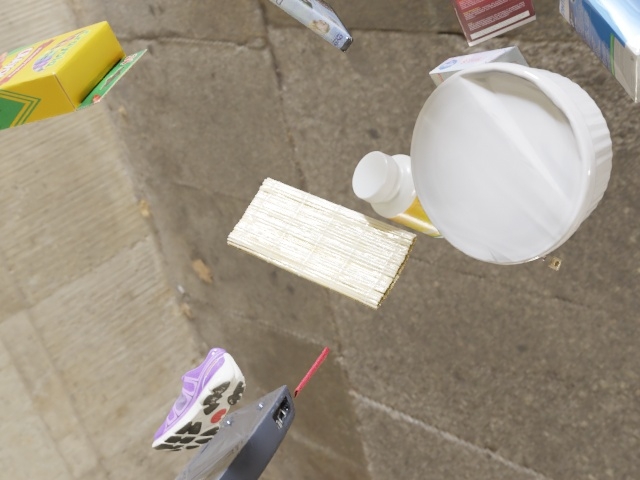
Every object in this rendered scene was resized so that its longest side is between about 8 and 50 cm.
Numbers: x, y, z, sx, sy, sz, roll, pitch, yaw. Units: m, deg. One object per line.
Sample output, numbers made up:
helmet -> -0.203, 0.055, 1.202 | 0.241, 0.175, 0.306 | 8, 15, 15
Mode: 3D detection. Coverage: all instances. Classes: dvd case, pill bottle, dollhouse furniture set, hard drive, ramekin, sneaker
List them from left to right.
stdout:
sneaker -> -0.154, 0.201, 1.038 | 0.170, 0.068, 0.071 | -50, 47, 22
hard drive -> -0.138, 0.317, 1.145 | 0.054, 0.254, 0.172 | 50, 130, -8
dvd case -> -0.079, -0.318, 0.967 | 0.253, 0.180, 0.022 | 30, 109, -21
pill bottle -> 0.162, -0.085, 1.494 | 0.118, 0.208, 0.117 | -26, 55, 43
ramekin -> 0.266, -0.111, 1.130 | 0.273, 0.127, 0.272 | 18, 117, 40
dollhouse furniture set -> 0.487, -0.006, 1.785 | 0.091, 0.114, 0.081 | 24, -178, 7

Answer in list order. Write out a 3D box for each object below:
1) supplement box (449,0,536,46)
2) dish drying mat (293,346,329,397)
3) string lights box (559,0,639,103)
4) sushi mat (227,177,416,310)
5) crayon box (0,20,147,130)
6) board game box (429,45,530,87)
supplement box -> 0.273, -0.446, 1.408 | 0.239, 0.130, 0.073 | 45, -152, -57
dish drying mat -> -0.014, 0.193, 1.218 | 0.008, 0.083, 0.032 | 35, 149, 9
string lights box -> 0.507, -0.378, 1.443 | 0.259, 0.077, 0.133 | 65, -175, 32
sushi mat -> 0.000, 0.000, 1.480 | 0.317, 0.151, 0.019 | 22, 161, 21
crayon box -> -0.495, -0.296, 1.509 | 0.319, 0.202, 0.081 | -8, 126, 25
board game box -> 0.391, -0.244, 1.733 | 0.318, 0.066, 0.318 | 54, 173, -16
